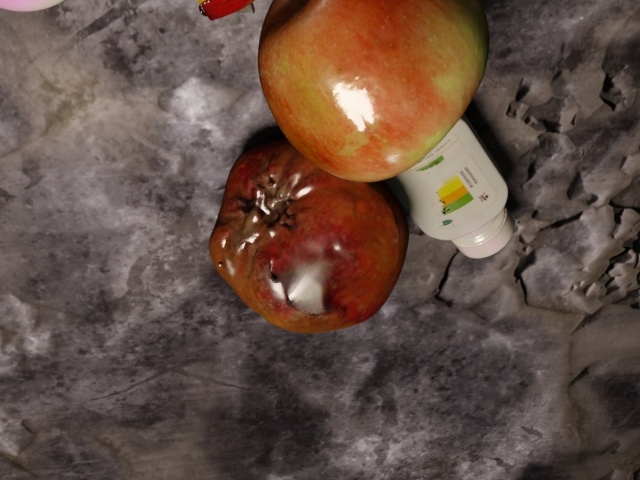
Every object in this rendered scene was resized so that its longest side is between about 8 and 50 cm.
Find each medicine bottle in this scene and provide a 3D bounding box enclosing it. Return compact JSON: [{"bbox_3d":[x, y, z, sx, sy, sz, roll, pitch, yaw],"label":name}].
[{"bbox_3d":[0.205,-0.095,1.743,0.161,0.111,0.296,-28,133,13],"label":"medicine bottle"}]

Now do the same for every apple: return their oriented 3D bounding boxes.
[{"bbox_3d":[0.062,-0.247,1.434,0.277,0.319,0.319,36,118,-15],"label":"apple"}]

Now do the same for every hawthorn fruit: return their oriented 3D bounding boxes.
[{"bbox_3d":[-0.012,0.000,1.661,0.308,0.308,0.324,-16,146,2],"label":"hawthorn fruit"}]

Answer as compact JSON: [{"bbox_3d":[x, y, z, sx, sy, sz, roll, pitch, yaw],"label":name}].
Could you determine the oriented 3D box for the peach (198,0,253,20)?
[{"bbox_3d":[-0.134,-0.383,1.340,0.190,0.196,0.226,31,123,4],"label":"peach"}]

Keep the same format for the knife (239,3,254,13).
[{"bbox_3d":[-0.184,-0.356,1.468,0.230,0.028,0.060,19,138,-31],"label":"knife"}]

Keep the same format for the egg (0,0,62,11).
[{"bbox_3d":[-0.327,-0.396,1.282,0.196,0.196,0.271,35,98,-36],"label":"egg"}]
